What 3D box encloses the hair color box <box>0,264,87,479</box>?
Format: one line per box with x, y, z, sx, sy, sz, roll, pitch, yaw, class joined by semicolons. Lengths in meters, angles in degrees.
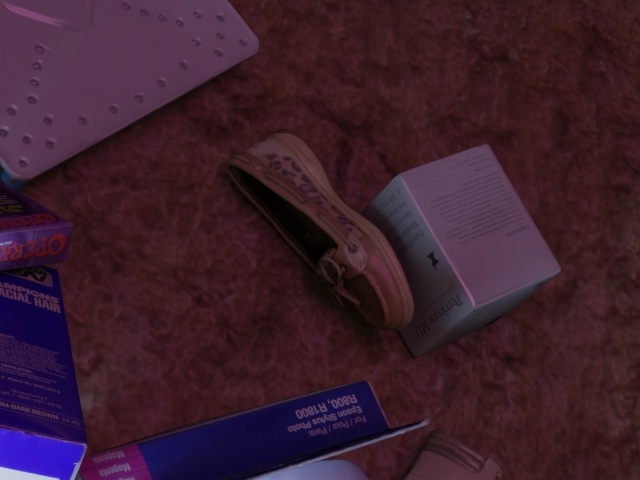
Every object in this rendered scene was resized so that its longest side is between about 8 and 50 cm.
-0.301;0.161;1.430;0.110;0.185;0.339;16;20;-22;hair color box

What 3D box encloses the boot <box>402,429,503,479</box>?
0.168;0.330;1.769;0.213;0.077;0.165;43;50;-1;boot

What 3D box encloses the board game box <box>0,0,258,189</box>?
-0.325;-0.290;1.850;0.390;0.050;0.390;-35;83;-37;board game box

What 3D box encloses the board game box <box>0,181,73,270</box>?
-0.427;-0.020;1.455;0.208;0.056;0.347;23;20;37;board game box

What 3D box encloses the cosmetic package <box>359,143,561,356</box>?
0.156;0.012;1.885;0.151;0.151;0.183;-20;74;-35;cosmetic package

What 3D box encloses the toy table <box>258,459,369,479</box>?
-0.041;0.339;1.534;0.274;0.252;0.161;-23;60;-17;toy table

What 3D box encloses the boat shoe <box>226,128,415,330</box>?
0.000;0.000;1.846;0.089;0.104;0.285;-28;70;-32;boat shoe

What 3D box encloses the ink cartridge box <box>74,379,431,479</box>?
-0.114;0.207;1.519;0.324;0.330;0.071;-12;82;-34;ink cartridge box
